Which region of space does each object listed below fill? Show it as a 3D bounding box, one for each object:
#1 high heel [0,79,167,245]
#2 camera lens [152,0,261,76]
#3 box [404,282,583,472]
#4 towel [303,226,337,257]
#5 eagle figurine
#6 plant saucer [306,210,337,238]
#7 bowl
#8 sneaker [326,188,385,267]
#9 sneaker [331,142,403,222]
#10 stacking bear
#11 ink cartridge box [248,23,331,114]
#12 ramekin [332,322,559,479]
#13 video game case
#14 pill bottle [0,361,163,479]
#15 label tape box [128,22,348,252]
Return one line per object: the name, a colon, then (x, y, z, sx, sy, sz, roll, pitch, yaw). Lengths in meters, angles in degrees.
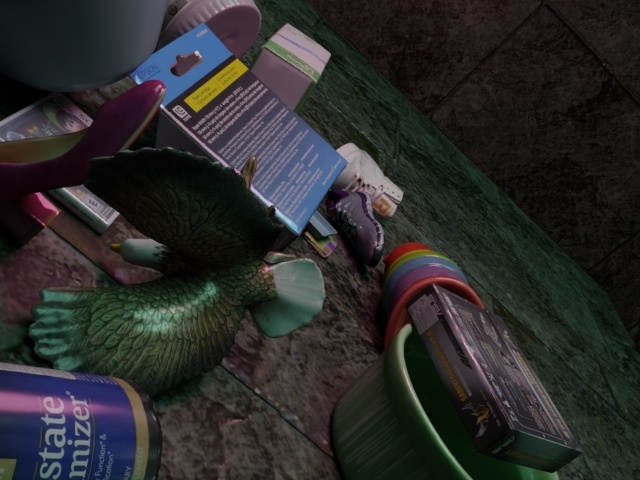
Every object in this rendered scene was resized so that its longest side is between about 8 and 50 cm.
high heel: (-0.261, -0.102, 0.689, 0.117, 0.244, 0.082, 46, 28, -17)
camera lens: (-0.270, -0.460, 1.324, 0.274, 0.219, 0.219, 51, 22, 12)
box: (0.224, 0.179, 0.928, 0.183, 0.056, 0.231, 27, 29, -42)
towel: (0.000, 0.000, 1.299, 0.060, 0.009, 0.083, 45, 21, 0)
eagle figurine: (-0.142, 0.029, 0.760, 0.298, 0.225, 0.226, -17, 86, -78)
plant saucer: (-0.050, -0.074, 1.311, 0.192, 0.018, 0.067, 47, 21, 11)
bowl: (-0.333, -0.309, 0.929, 0.312, 0.163, 0.311, 1, 42, -1)
sneaker: (0.059, -0.027, 1.397, 0.098, 0.083, 0.223, 12, 31, -17)
sneaker: (0.101, -0.120, 1.560, 0.169, 0.108, 0.292, 47, 20, 10)
stacking bear: (0.182, 0.090, 1.278, 0.176, 0.164, 0.289, -3, 18, -3)
ink cartridge box: (-0.088, -0.279, 1.346, 0.117, 0.201, 0.278, 32, 24, -8)
ramekin: (0.158, 0.271, 0.928, 0.303, 0.148, 0.303, 38, 23, -20)
video game case: (-0.311, -0.107, 0.906, 0.173, 0.022, 0.190, 41, 23, -13)
pill bottle: (-0.230, 0.144, 0.484, 0.219, 0.123, 0.122, 21, 33, -47)
label tape box: (-0.140, -0.156, 1.115, 0.334, 0.106, 0.240, 43, 38, -8)
